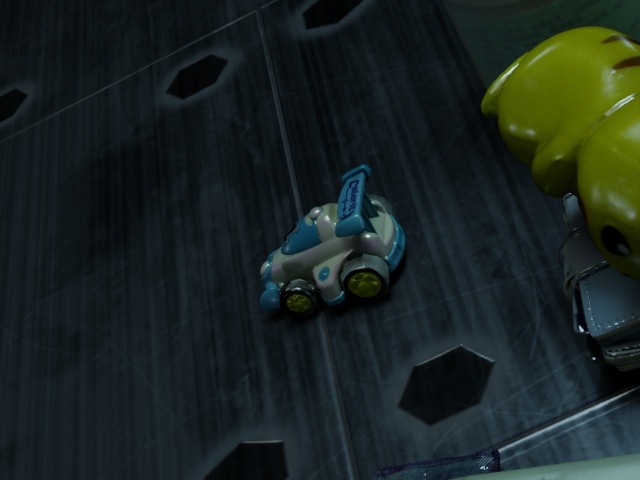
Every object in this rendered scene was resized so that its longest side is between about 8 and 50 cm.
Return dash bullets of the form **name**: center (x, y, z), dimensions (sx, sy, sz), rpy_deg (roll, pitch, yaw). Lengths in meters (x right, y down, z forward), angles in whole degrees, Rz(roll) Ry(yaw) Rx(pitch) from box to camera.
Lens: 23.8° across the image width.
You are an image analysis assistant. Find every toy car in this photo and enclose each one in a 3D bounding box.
- **toy car**: center (0.000, 0.000, 1.550), dimensions (0.161, 0.098, 0.126), rpy_deg (-16, 35, 20)

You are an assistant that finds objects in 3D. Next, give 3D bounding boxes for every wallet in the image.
- **wallet**: center (0.294, 0.015, 1.325), dimensions (0.170, 0.069, 0.231), rpy_deg (-17, 30, 13)
- **wallet**: center (0.093, 0.242, 1.224), dimensions (0.111, 0.030, 0.166), rpy_deg (-11, 40, 17)

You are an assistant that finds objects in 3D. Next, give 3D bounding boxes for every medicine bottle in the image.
- **medicine bottle**: center (0.209, -0.322, 1.518), dimensions (0.235, 0.406, 0.236), rpy_deg (-22, 35, 16)

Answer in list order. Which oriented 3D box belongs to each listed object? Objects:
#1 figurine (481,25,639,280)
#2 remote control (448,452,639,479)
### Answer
- **figurine**: center (0.280, -0.064, 1.243), dimensions (0.169, 0.218, 0.327), rpy_deg (-56, 33, 19)
- **remote control**: center (0.224, 0.197, 1.145), dimensions (0.309, 0.038, 0.090), rpy_deg (-12, 38, 18)
